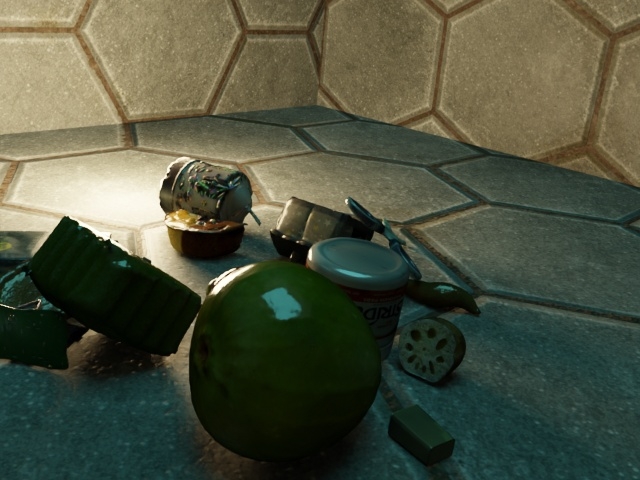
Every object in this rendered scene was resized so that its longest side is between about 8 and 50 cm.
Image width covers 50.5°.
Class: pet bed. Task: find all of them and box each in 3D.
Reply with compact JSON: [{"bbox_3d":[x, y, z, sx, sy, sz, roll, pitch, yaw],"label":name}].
[{"bbox_3d":[0.000,0.000,1.699,0.211,0.159,0.183,21,-2,34],"label":"pet bed"}]

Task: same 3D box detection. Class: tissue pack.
[{"bbox_3d":[-0.614,0.042,1.529,0.257,0.081,0.185,1,22,-7],"label":"tissue pack"}]

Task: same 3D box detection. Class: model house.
[{"bbox_3d":[-0.506,0.155,1.219,0.167,0.117,0.088,5,17,9],"label":"model house"}]

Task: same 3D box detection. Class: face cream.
[{"bbox_3d":[0.061,0.113,1.327,0.201,0.187,0.201,9,21,-4],"label":"face cream"}]

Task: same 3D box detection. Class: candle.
[{"bbox_3d":[-0.279,-0.112,1.871,0.330,0.187,0.187,16,24,23],"label":"candle"}]

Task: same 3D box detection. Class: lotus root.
[{"bbox_3d":[0.213,0.196,1.272,0.122,0.112,0.081,21,20,37],"label":"lotus root"}]

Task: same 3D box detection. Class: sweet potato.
[{"bbox_3d":[0.249,0.117,1.568,0.250,0.059,0.069,13,2,29],"label":"sweet potato"}]

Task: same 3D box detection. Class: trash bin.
[{"bbox_3d":[0.159,0.308,1.072,0.061,0.043,0.092,-10,29,-33],"label":"trash bin"}]

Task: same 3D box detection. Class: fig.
[{"bbox_3d":[-0.039,0.183,1.028,0.316,0.316,0.316,4,21,-2],"label":"fig"}]

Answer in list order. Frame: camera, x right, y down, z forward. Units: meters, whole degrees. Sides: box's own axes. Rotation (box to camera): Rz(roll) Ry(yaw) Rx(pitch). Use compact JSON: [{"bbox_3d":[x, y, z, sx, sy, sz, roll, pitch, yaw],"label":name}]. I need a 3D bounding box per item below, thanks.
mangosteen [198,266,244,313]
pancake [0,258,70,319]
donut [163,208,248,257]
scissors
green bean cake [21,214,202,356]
[{"bbox_3d":[-0.167,0.116,1.347,0.156,0.145,0.181,-15,29,-36],"label":"mangosteen"},{"bbox_3d":[-0.565,0.103,1.372,0.199,0.021,0.199,2,46,-2],"label":"pancake"},{"bbox_3d":[-0.313,-0.012,1.732,0.217,0.085,0.141,17,24,29],"label":"donut"},{"bbox_3d":[0.176,-0.011,1.719,0.256,0.029,0.383,48,10,6],"label":"scissors"},{"bbox_3d":[-0.376,0.088,1.243,0.250,0.156,0.247,27,-9,42],"label":"green bean cake"}]
